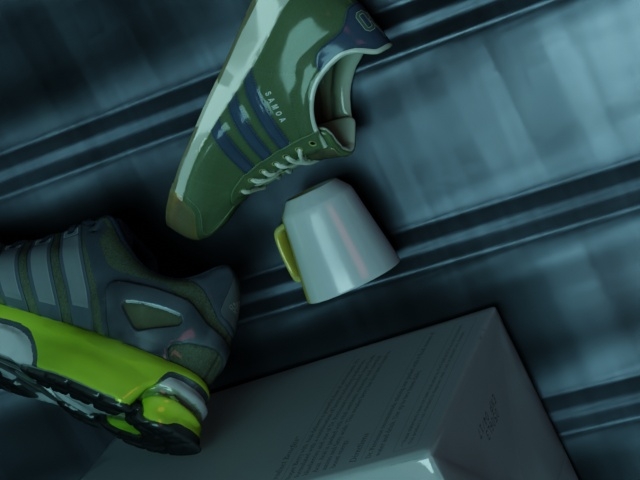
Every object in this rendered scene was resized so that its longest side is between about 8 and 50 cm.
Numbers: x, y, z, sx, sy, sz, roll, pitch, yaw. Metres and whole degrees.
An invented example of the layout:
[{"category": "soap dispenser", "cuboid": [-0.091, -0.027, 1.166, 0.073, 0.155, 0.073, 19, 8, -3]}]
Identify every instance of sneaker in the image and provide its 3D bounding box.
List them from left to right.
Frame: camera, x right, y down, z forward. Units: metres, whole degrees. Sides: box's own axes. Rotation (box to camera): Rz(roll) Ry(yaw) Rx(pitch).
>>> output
[{"category": "sneaker", "cuboid": [-0.173, 0.038, 0.998, 0.300, 0.121, 0.111, 20, 157, 28]}, {"category": "sneaker", "cuboid": [-0.023, -0.065, 0.909, 0.086, 0.064, 0.192, 31, 118, 10]}]

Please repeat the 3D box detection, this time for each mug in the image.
[{"category": "mug", "cuboid": [0.001, 0.000, 0.936, 0.078, 0.062, 0.064, -23, 96, 21]}]

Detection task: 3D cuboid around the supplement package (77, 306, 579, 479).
[{"category": "supplement package", "cuboid": [-0.002, 0.190, 0.956, 0.293, 0.177, 0.175, -19, 108, 27]}]
